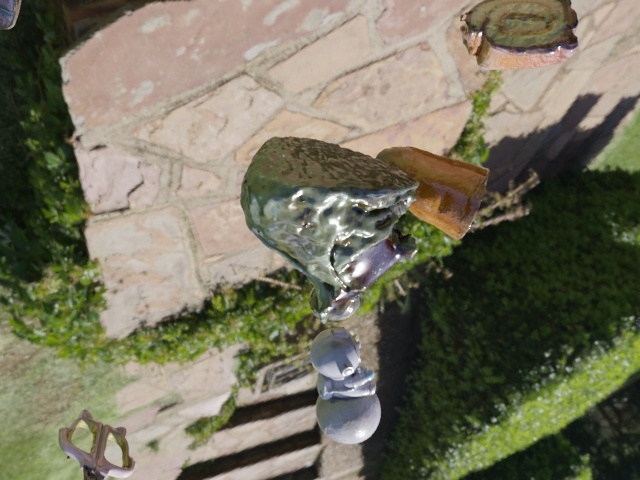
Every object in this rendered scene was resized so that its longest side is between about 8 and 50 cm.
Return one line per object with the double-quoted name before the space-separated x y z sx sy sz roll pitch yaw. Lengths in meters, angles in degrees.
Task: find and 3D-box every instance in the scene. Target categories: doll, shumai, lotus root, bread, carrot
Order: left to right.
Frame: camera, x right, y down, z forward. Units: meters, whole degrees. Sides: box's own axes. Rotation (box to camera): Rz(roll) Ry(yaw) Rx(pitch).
"shumai" 0.000 0.000 1.037 0.330 0.292 0.288 -16 127 -56
"lotus root" 0.038 0.140 1.550 0.120 0.120 0.209 -14 168 -29
"doll" 0.045 0.301 1.340 0.151 0.151 0.287 -22 122 -16
"carrot" 0.213 -0.120 1.280 0.159 0.225 0.159 -62 178 -4
"bread" 0.430 -0.468 1.402 0.245 0.190 0.123 1 161 8

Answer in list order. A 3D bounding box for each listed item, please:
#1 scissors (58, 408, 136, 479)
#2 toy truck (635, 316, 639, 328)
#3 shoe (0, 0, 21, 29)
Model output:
"scissors" -0.401 0.408 1.114 0.160 0.317 0.024 34 98 -20
"toy truck" 0.614 0.187 1.049 0.136 0.111 0.285 -29 112 -4
"shoe" -0.432 -0.437 0.854 0.114 0.137 0.290 23 121 -3
